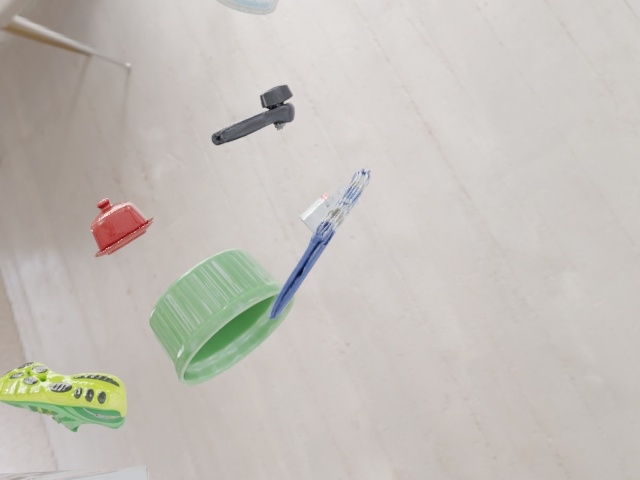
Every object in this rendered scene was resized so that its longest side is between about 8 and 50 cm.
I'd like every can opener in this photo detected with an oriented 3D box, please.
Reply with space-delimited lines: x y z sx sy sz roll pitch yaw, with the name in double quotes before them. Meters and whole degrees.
"can opener" -0.114 -0.205 1.359 0.059 0.186 0.073 -20 103 55

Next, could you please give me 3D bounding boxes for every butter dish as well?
"butter dish" -0.482 -0.045 1.857 0.160 0.160 0.118 -33 100 -6

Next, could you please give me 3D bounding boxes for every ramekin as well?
"ramekin" -0.216 0.156 1.684 0.148 0.303 0.303 48 115 17

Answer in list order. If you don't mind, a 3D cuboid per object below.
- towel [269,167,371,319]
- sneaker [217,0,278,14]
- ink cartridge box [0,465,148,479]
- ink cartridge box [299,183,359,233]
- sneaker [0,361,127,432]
"towel" 0.000 0.000 1.425 0.034 0.285 0.209 33 125 1
"sneaker" -0.110 -0.456 1.091 0.150 0.135 0.365 -66 35 35
"ink cartridge box" -0.441 0.417 1.174 0.308 0.223 0.128 -9 78 20
"ink cartridge box" 0.018 -0.064 1.654 0.115 0.063 0.029 -43 29 -2
"sneaker" -0.510 0.316 1.531 0.296 0.109 0.123 5 121 20
